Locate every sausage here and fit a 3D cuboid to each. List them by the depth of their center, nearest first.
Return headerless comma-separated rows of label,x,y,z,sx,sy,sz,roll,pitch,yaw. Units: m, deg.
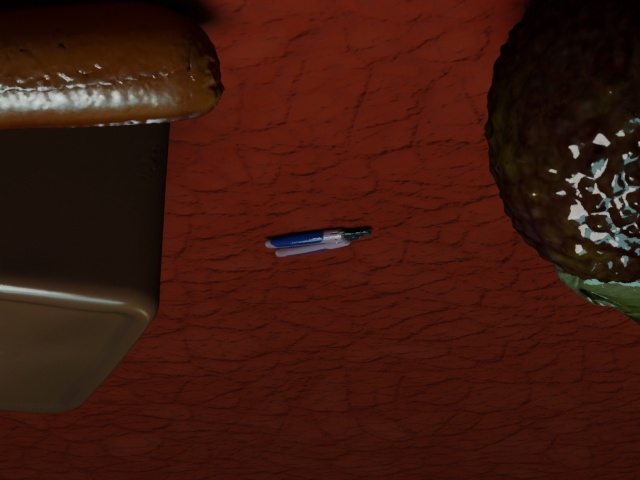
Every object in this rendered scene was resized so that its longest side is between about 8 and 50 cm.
sausage,-0.239,-0.135,1.468,0.330,0.102,0.102,-4,158,-12

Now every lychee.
lychee,0.252,-0.089,1.468,0.261,0.260,0.260,-1,157,0

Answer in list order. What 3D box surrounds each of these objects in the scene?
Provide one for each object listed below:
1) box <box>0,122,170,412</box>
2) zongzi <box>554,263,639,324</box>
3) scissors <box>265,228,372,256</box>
box,-0.279,-0.003,1.656,0.239,0.229,0.339,7,156,-19
zongzi,0.454,-0.016,1.748,0.393,0.174,0.356,-20,156,26
scissors,0.000,0.000,1.951,0.113,0.012,0.039,-10,156,20
